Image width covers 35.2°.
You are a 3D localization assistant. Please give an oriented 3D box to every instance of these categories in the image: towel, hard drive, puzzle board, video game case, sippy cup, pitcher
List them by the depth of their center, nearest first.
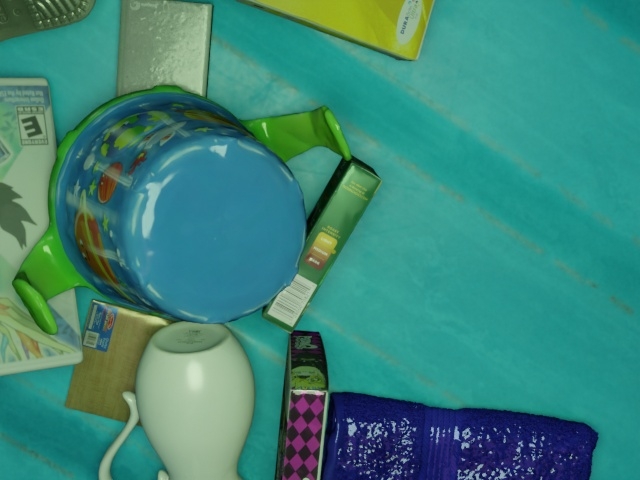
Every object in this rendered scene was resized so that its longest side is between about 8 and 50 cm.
[{"bbox_3d":[-0.124,-0.025,0.952,0.240,0.224,0.305,26,88,-25],"label":"sippy cup"},{"bbox_3d":[-0.404,-0.007,0.957,0.329,0.036,0.300,-6,86,-33],"label":"video game case"},{"bbox_3d":[-0.024,0.230,1.040,0.042,0.210,0.232,5,100,-3],"label":"video game case"},{"bbox_3d":[-0.164,-0.184,1.056,0.094,0.022,0.135,5,100,-3],"label":"hard drive"},{"bbox_3d":[-0.156,0.196,1.078,0.178,0.125,0.207,-2,111,0],"label":"pitcher"},{"bbox_3d":[-0.221,0.137,1.117,0.096,0.011,0.128,15,99,-3],"label":"puzzle board"},{"bbox_3d":[0.144,0.297,1.126,0.308,0.076,0.227,6,101,-3],"label":"towel"}]

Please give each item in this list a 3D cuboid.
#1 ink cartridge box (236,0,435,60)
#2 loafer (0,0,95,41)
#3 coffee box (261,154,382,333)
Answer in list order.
[{"bbox_3d":[-0.002,-0.358,0.942,0.307,0.072,0.303,13,96,-31],"label":"ink cartridge box"},{"bbox_3d":[-0.337,-0.247,1.017,0.251,0.087,0.094,-4,126,9],"label":"loafer"},{"bbox_3d":[0.000,0.000,1.050,0.040,0.113,0.184,29,96,-6],"label":"coffee box"}]
